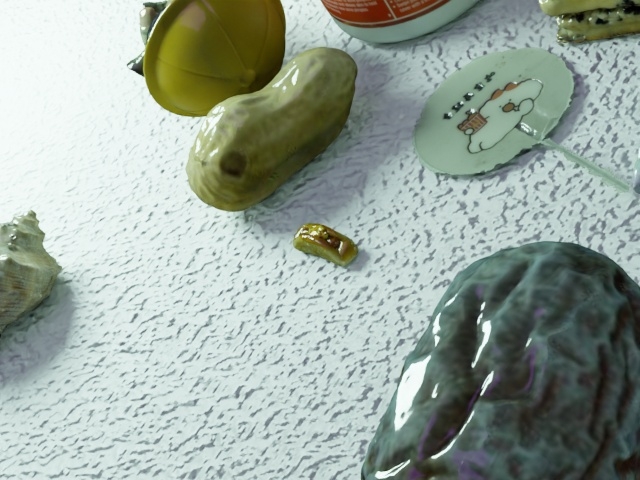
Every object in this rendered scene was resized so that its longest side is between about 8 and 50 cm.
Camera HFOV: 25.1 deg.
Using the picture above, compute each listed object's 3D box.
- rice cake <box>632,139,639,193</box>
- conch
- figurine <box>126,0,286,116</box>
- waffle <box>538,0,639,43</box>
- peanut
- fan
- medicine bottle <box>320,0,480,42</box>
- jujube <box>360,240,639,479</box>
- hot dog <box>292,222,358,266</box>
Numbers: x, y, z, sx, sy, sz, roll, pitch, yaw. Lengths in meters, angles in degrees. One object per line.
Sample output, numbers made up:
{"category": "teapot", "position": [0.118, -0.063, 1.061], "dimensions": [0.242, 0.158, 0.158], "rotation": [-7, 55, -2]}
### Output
{"category": "rice cake", "position": [0.407, -0.122, 1.360], "dimensions": [0.198, 0.037, 0.189], "rotation": [1, 53, 35]}
{"category": "conch", "position": [-0.419, 0.062, 1.723], "dimensions": [0.245, 0.163, 0.178], "rotation": [-61, 11, -1]}
{"category": "figurine", "position": [-0.137, -0.240, 1.759], "dimensions": [0.192, 0.167, 0.257], "rotation": [-53, 20, 1]}
{"category": "waffle", "position": [0.368, -0.361, 1.565], "dimensions": [0.213, 0.091, 0.308], "rotation": [-2, 52, 34]}
{"category": "peanut", "position": [-0.054, -0.130, 1.627], "dimensions": [0.236, 0.120, 0.110], "rotation": [-43, 2, 2]}
{"category": "fan", "position": [0.219, -0.112, 1.502], "dimensions": [0.191, 0.009, 0.329], "rotation": [-42, 39, -8]}
{"category": "medicine bottle", "position": [0.075, -0.398, 1.690], "dimensions": [0.253, 0.241, 0.252], "rotation": [-18, 45, 19]}
{"category": "jujube", "position": [0.162, 0.152, 1.147], "dimensions": [0.226, 0.226, 0.317], "rotation": [3, 50, 37]}
{"category": "hot dog", "position": [0.000, 0.000, 1.535], "dimensions": [0.090, 0.034, 0.030], "rotation": [21, 67, 43]}
